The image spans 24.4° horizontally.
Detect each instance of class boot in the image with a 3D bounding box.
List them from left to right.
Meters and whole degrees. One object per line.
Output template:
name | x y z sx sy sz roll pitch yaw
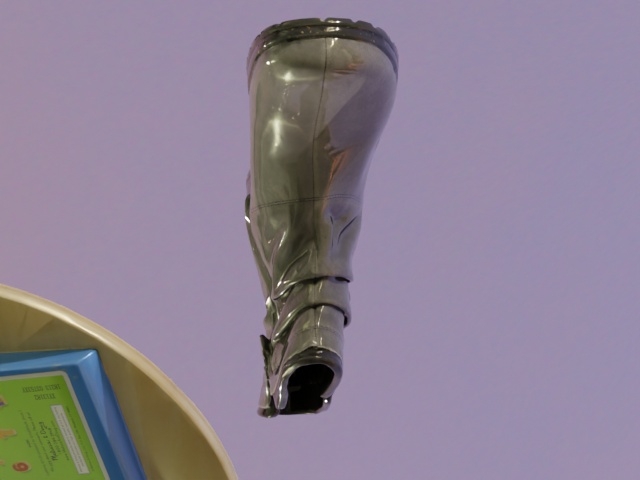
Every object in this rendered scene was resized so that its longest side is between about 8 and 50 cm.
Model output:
boot | 0.000 0.000 0.814 0.083 0.246 0.161 0 -116 -5

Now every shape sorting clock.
shape sorting clock | -0.128 0.097 0.580 0.206 0.040 0.206 5 -55 7
